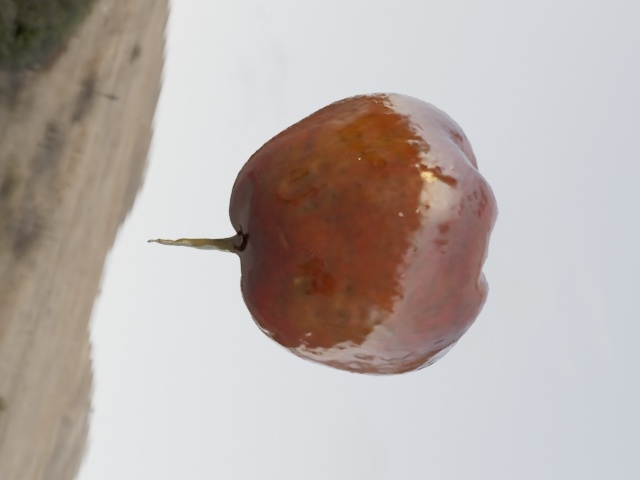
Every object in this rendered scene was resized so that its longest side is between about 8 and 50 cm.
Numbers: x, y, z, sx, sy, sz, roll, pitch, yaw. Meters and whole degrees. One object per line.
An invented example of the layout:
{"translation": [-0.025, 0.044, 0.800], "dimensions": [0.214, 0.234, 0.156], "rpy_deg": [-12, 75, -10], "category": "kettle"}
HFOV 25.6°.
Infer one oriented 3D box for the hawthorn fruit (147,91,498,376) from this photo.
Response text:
{"translation": [0.015, 0.000, 0.620], "dimensions": [0.140, 0.125, 0.125], "rpy_deg": [-16, -131, 22], "category": "hawthorn fruit"}
